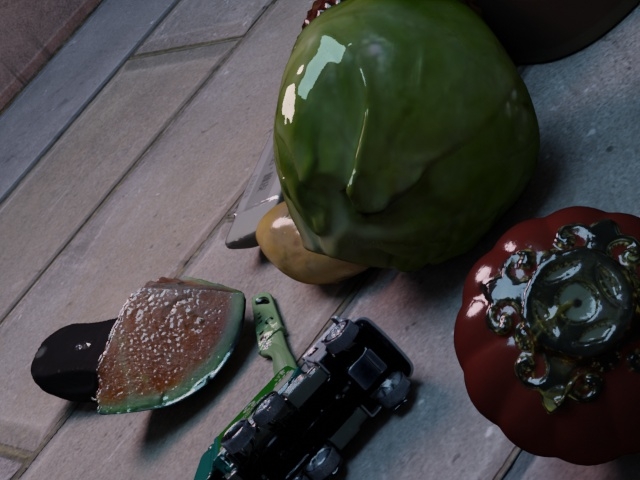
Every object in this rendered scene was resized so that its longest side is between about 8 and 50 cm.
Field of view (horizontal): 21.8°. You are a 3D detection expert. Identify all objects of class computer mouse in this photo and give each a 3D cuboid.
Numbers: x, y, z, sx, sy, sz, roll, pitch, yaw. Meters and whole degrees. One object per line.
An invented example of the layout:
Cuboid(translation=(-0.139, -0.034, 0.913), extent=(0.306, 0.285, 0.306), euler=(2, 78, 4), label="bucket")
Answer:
Cuboid(translation=(-0.296, 0.163, 2.225), extent=(0.217, 0.073, 0.122), euler=(-10, 41, 39), label="computer mouse")

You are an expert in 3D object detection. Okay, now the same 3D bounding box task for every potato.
Cuboid(translation=(0.000, 0.000, 2.016), extent=(0.178, 0.118, 0.109), euler=(3, 83, 45), label="potato")

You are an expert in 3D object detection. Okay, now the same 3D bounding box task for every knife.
Cuboid(translation=(-0.056, 0.128, 1.994), extent=(0.043, 0.020, 0.293), euler=(-40, 24, 9), label="knife")

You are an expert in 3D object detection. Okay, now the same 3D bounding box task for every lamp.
Cuboid(translation=(0.229, 0.083, 1.439), extent=(0.227, 0.227, 0.227), euler=(-33, 26, 18), label="lamp")

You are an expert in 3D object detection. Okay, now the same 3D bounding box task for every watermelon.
Cuboid(translation=(-0.168, 0.141, 2.064), extent=(0.146, 0.128, 0.231), euler=(10, 66, 27), label="watermelon")

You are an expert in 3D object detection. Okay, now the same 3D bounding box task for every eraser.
Cuboid(translation=(-0.040, -0.104, 2.304), extent=(0.089, 0.061, 0.352), euler=(-24, 31, 35), label="eraser")

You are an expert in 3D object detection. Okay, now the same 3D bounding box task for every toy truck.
Cuboid(translation=(-0.024, 0.192, 1.738), extent=(0.253, 0.114, 0.124), euler=(-47, 14, -11), label="toy truck")

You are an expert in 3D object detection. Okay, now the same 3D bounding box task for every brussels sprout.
Cuboid(translation=(0.095, -0.123, 1.869), extent=(0.328, 0.328, 0.247), euler=(-44, 3, -5), label="brussels sprout")

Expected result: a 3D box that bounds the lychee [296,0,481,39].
Cuboid(translation=(0.086, -0.215, 2.109), extent=(0.271, 0.271, 0.271), euler=(-33, 26, 18), label="lychee")

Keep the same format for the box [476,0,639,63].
Cuboid(translation=(0.278, -0.395, 2.133), extent=(0.301, 0.216, 0.301), euler=(-35, 23, 17), label="box")
